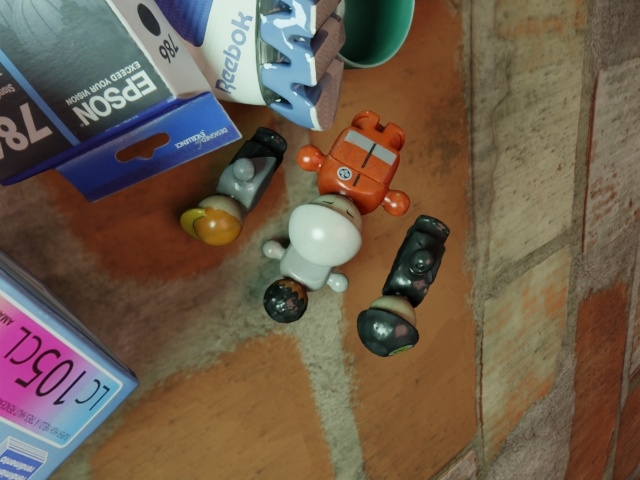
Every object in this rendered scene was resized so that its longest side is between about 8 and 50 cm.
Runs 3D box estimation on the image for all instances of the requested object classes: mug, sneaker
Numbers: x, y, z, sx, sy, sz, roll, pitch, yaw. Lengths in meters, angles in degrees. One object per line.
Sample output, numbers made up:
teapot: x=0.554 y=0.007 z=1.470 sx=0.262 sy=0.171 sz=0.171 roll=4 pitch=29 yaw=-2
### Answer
mug: x=0.024 y=-0.241 z=0.534 sx=0.157 sy=0.097 sz=0.129 roll=-20 pitch=116 yaw=-35
sneaker: x=-0.083 y=-0.228 z=0.368 sx=0.127 sy=0.182 sz=0.315 roll=-69 pitch=160 yaw=-55

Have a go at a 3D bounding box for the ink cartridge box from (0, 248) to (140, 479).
ink cartridge box: x=-0.337 y=0.135 z=0.270 sx=0.395 sy=0.151 sz=0.270 roll=-46 pitch=145 yaw=-19

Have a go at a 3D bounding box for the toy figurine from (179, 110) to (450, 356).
toy figurine: x=0.000 y=0.000 z=0.513 sx=0.213 sy=0.209 sz=0.148 roll=56 pitch=51 yaw=-40

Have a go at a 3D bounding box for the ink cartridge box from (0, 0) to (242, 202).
ink cartridge box: x=-0.204 y=-0.150 z=0.331 sx=0.333 sy=0.165 sz=0.065 roll=55 pitch=23 yaw=-37
